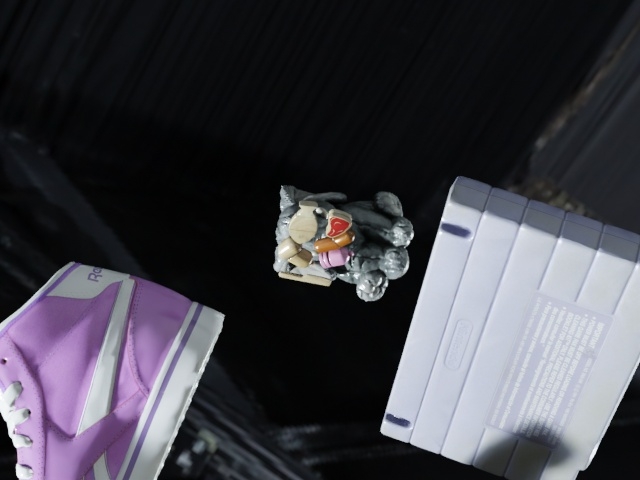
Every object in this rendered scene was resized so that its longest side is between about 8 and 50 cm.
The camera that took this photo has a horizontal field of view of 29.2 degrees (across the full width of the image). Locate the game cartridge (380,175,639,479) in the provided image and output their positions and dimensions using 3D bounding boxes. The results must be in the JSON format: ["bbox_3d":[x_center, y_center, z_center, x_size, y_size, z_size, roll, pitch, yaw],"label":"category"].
[{"bbox_3d":[0.205,0.110,1.265,0.230,0.355,0.068,16,-138,5],"label":"game cartridge"}]

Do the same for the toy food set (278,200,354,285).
[{"bbox_3d":[0.000,0.000,1.241,0.078,0.122,0.019,11,-129,-12],"label":"toy food set"}]

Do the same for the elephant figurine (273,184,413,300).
[{"bbox_3d":[-0.001,-0.014,1.756,0.239,0.186,0.169,10,-131,-31],"label":"elephant figurine"}]

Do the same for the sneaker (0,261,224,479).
[{"bbox_3d":[-0.193,0.153,0.871,0.161,0.282,0.102,22,169,-6],"label":"sneaker"}]
